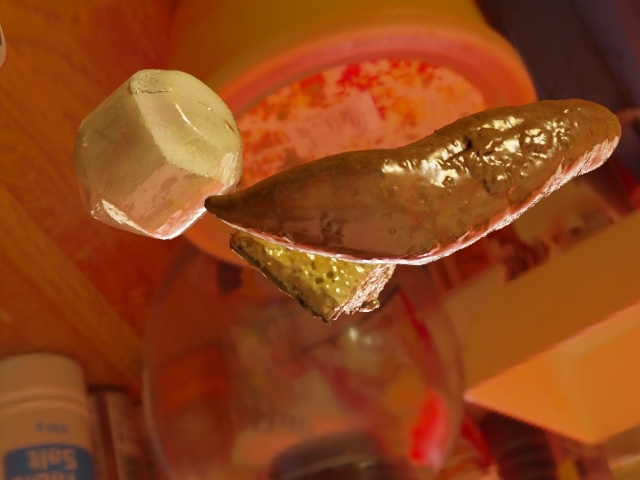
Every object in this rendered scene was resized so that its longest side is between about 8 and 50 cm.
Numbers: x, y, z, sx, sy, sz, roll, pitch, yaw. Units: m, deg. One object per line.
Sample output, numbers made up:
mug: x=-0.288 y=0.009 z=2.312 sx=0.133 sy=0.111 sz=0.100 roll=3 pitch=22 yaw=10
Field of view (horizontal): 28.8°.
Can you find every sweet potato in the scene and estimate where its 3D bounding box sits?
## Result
sweet potato: x=0.097 y=-0.038 z=0.924 sx=0.355 sy=0.106 sz=0.095 roll=-14 pitch=128 yaw=-24

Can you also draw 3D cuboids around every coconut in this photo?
coconut: x=-0.175 y=-0.081 z=1.306 sx=0.183 sy=0.171 sz=0.171 roll=-41 pitch=139 yaw=25

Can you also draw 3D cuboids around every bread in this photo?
bread: x=0.000 y=0.000 z=1.679 sx=0.162 sy=0.204 sz=0.262 roll=-58 pitch=169 yaw=11

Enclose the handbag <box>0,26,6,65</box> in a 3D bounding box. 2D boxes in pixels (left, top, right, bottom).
handbag: x=-0.448 y=-0.211 z=1.291 sx=0.190 sy=0.251 sz=0.193 roll=19 pitch=143 yaw=0
